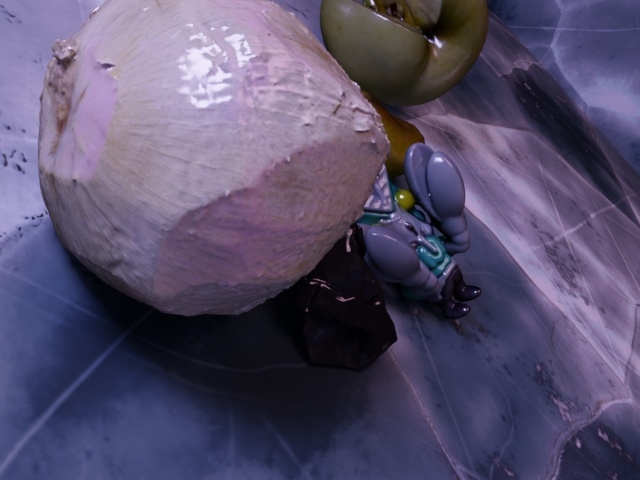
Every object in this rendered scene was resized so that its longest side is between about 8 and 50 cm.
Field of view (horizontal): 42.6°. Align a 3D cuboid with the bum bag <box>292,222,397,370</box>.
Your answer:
[{"bbox_3d":[0.000,0.000,0.912,0.137,0.074,0.309,-19,91,-47],"label":"bum bag"}]

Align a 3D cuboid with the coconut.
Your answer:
[{"bbox_3d":[-0.113,-0.080,0.730,0.255,0.297,0.297,10,44,-57],"label":"coconut"}]

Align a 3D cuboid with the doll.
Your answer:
[{"bbox_3d":[0.128,-0.021,1.092,0.258,0.153,0.194,22,64,-28],"label":"doll"}]

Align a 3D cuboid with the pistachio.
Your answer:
[{"bbox_3d":[0.087,-0.155,1.279,0.189,0.100,0.110,30,54,-44],"label":"pistachio"}]

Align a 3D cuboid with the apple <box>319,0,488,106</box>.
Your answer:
[{"bbox_3d":[0.143,-0.386,1.452,0.292,0.292,0.254,21,13,-37],"label":"apple"}]
